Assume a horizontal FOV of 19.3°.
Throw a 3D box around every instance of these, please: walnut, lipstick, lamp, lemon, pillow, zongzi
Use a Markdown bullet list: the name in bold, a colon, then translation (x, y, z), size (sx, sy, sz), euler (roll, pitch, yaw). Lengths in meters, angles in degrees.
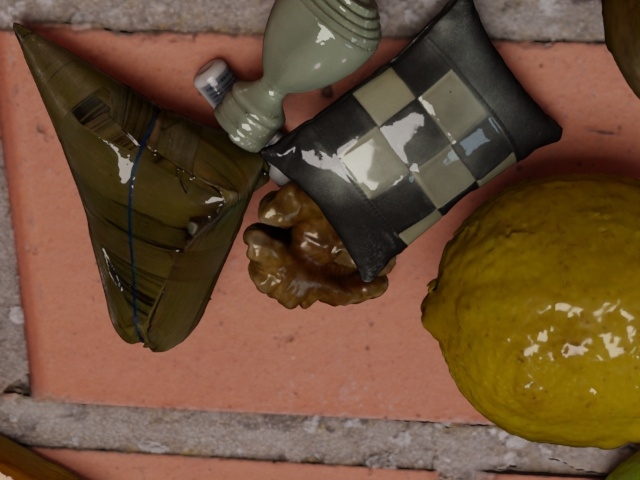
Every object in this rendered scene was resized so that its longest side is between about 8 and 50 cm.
- **walnut**: translation (0.000, 0.000, 1.880), size (0.170, 0.069, 0.143), euler (16, 110, -28)
- **lipstick**: translation (-0.069, -0.117, 1.856), size (0.040, 0.040, 0.141), euler (-31, 111, 21)
- **lamp**: translation (-0.023, -0.172, 1.775), size (0.106, 0.106, 0.193), euler (37, 110, -14)
- **lemon**: translation (0.257, 0.067, 1.801), size (0.322, 0.268, 0.268), euler (7, 120, 3)
- **pillow**: translation (0.088, -0.095, 1.794), size (0.250, 0.106, 0.186), euler (-37, 116, 1)
- **zongzi**: translation (-0.219, -0.048, 1.880), size (0.289, 0.123, 0.260), euler (29, 128, 5)

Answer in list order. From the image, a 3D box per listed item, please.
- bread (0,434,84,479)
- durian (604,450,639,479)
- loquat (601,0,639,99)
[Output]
- **bread**: translation (-0.337, 0.283, 2.083), size (0.246, 0.094, 0.102), euler (31, 112, -10)
- **durian**: translation (0.402, 0.258, 1.985), size (0.250, 0.101, 0.139), euler (-22, 150, 17)
- **loquat**: translation (0.380, -0.227, 1.603), size (0.276, 0.276, 0.283), euler (9, 78, 1)
